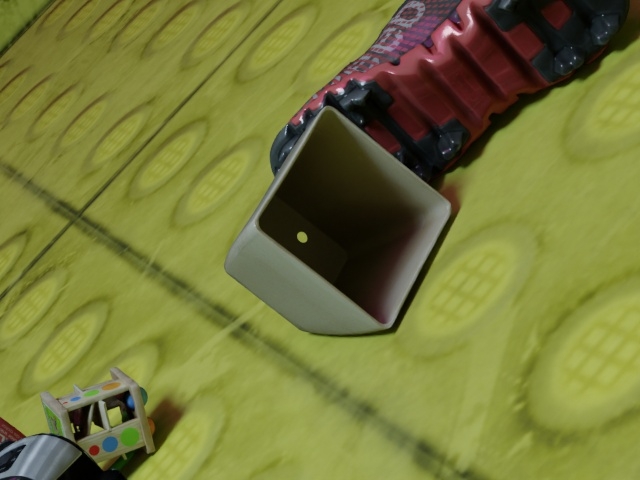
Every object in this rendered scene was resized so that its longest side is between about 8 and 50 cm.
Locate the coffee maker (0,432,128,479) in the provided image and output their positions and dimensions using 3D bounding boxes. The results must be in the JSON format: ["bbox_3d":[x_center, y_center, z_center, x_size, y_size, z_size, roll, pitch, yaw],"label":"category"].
[{"bbox_3d":[-0.163,0.215,0.867,0.120,0.171,0.178,-12,11,17],"label":"coffee maker"}]

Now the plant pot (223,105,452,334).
[{"bbox_3d":[0.000,0.000,1.003,0.096,0.109,0.109,-34,21,54],"label":"plant pot"}]

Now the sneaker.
[{"bbox_3d":[0.082,-0.122,1.073,0.276,0.097,0.135,-35,24,16],"label":"sneaker"}]

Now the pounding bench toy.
[{"bbox_3d":[-0.148,0.139,1.077,0.065,0.083,0.052,-18,17,-21],"label":"pounding bench toy"}]

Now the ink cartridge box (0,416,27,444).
[{"bbox_3d":[-0.260,0.225,1.082,0.127,0.072,0.175,-36,24,19],"label":"ink cartridge box"}]
